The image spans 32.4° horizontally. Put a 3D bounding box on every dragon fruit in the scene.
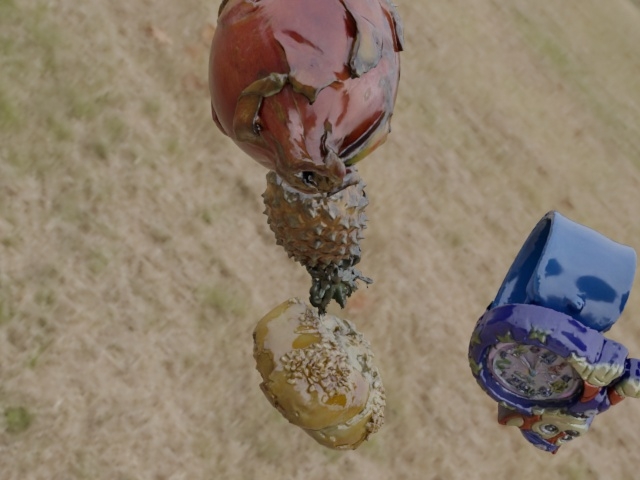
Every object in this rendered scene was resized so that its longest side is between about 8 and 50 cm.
[{"bbox_3d":[-0.016,-0.195,1.245,0.250,0.250,0.314,7,70,-55],"label":"dragon fruit"}]

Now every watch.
[{"bbox_3d":[0.245,0.082,1.149,0.171,0.196,0.200,30,52,-8],"label":"watch"}]

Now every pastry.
[{"bbox_3d":[0.014,0.236,1.985,0.311,0.162,0.255,38,30,-44],"label":"pastry"}]

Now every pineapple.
[{"bbox_3d":[0.000,0.000,1.807,0.361,0.175,0.175,86,-19,-53],"label":"pineapple"}]
